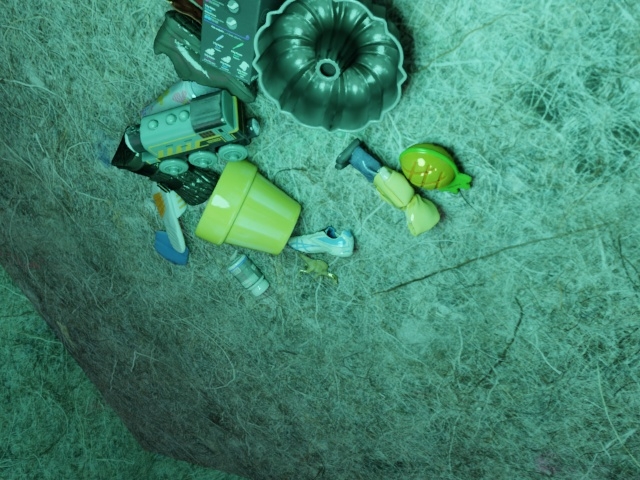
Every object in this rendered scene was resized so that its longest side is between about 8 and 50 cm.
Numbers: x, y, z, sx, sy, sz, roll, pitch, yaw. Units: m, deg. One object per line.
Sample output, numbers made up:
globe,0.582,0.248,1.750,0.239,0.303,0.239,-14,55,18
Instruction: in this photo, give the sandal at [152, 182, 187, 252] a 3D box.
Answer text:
sandal,-0.480,-0.092,1.905,0.102,0.076,0.265,7,117,46

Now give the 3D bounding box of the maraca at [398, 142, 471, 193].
maraca,0.267,-0.162,1.346,0.186,0.099,0.127,29,160,-22

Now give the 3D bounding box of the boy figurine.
boy figurine,0.167,-0.125,1.422,0.285,0.092,0.177,43,172,3

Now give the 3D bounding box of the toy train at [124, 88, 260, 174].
toy train,-0.327,-0.273,1.467,0.334,0.142,0.190,-10,159,16

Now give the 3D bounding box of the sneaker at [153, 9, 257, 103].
sneaker,-0.283,-0.432,1.430,0.286,0.109,0.130,40,120,-13

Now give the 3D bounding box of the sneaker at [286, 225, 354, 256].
sneaker,0.000,0.000,1.683,0.237,0.085,0.086,3,92,39

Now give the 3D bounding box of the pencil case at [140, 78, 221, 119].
pencil case,-0.379,-0.365,1.582,0.273,0.113,0.124,-18,141,41

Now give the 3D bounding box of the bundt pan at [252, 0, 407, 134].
bundt pan,0.027,-0.398,1.243,0.331,0.124,0.330,9,139,8

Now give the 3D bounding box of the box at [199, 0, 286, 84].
box,-0.156,-0.513,1.268,0.143,0.165,0.270,28,137,11

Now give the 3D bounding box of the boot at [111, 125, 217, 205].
boot,-0.480,-0.221,1.754,0.260,0.131,0.348,26,-177,-33

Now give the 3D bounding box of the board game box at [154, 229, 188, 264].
board game box,-0.527,0.019,2.068,0.133,0.033,0.168,28,142,2

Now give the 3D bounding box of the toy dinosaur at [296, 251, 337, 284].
toy dinosaur,-0.024,0.080,1.775,0.183,0.053,0.093,37,135,-26

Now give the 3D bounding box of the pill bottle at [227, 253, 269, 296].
pill bottle,-0.239,0.118,1.929,0.078,0.078,0.137,-27,109,44

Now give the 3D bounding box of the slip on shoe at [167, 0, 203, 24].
slip on shoe,-0.352,-0.620,1.354,0.331,0.101,0.123,38,139,2

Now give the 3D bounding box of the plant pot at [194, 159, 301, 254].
plant pot,-0.194,-0.081,1.626,0.239,0.254,0.254,25,138,-10
